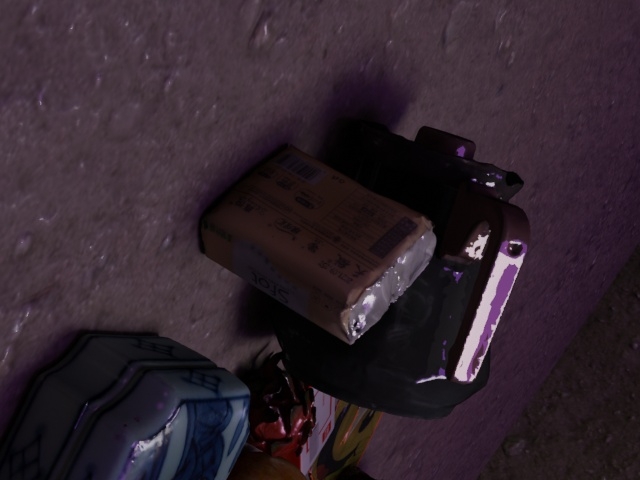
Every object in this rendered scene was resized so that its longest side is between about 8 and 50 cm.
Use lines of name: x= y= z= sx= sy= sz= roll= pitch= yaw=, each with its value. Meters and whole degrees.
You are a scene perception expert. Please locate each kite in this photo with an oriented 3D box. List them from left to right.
kite: x=0.078 y=0.331 z=2.199 sx=0.327 sy=0.013 sz=0.377 roll=-51 pitch=155 yaw=-26

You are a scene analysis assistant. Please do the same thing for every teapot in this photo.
teapot: x=0.126 y=0.037 z=1.527 sx=0.306 sy=0.376 sz=0.361 roll=12 pitch=99 yaw=-25

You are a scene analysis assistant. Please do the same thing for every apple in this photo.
apple: x=-0.088 y=0.390 z=1.748 sx=0.146 sy=0.131 sz=0.146 roll=-53 pitch=162 yaw=-25

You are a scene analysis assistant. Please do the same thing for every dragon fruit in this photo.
dragon fruit: x=-0.059 y=0.240 z=1.646 sx=0.121 sy=0.130 sz=0.142 roll=-37 pitch=115 yaw=-35

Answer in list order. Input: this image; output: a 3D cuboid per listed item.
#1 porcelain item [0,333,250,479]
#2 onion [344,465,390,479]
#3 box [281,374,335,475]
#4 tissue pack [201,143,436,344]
porcelain item: x=-0.216 y=0.252 z=1.272 sx=0.281 sy=0.157 sz=0.286 roll=-62 pitch=158 yaw=4
onion: x=0.093 y=0.535 z=2.259 sx=0.272 sy=0.272 sz=0.195 roll=66 pitch=13 yaw=-63
box: x=-0.023 y=0.271 z=1.836 sx=0.123 sy=0.050 sz=0.229 roll=-55 pitch=159 yaw=-36
tissue pack: x=0.000 y=0.000 z=1.348 sx=0.186 sy=0.222 sz=0.090 roll=-45 pitch=156 yaw=-35
